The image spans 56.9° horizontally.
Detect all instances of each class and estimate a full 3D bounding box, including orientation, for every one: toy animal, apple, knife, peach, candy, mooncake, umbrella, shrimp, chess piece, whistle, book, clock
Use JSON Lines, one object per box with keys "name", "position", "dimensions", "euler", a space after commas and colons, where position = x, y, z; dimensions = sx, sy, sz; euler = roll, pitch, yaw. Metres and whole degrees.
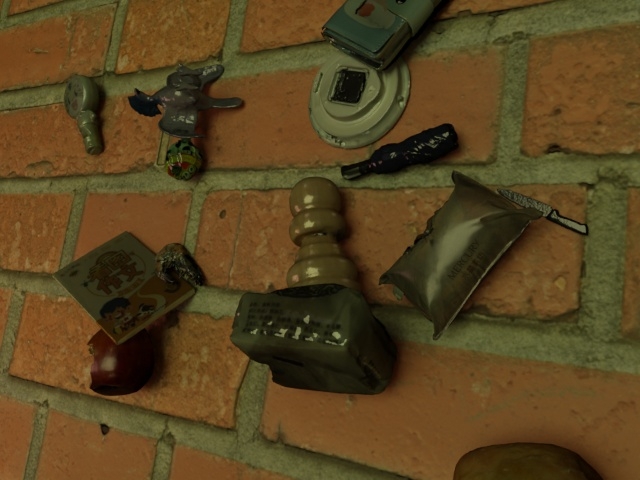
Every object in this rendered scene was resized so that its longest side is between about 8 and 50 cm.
{"name": "toy animal", "position": [-0.318, -0.334, 1.385], "dimensions": [0.176, 0.255, 0.239], "euler": [130, 152, -60]}
{"name": "apple", "position": [-0.443, 0.259, 1.324], "dimensions": [0.146, 0.156, 0.158], "euler": [-13, 58, 19]}
{"name": "knife", "position": [0.369, -0.052, 0.988], "dimensions": [0.170, 0.010, 0.023], "euler": [32, 96, 34]}
{"name": "peach", "position": [0.293, 0.380, 0.833], "dimensions": [0.235, 0.214, 0.214], "euler": [32, 96, 50]}
{"name": "candy", "position": [-0.330, -0.284, 1.438], "dimensions": [0.091, 0.083, 0.306], "euler": [-14, 64, 22]}
{"name": "mooncake", "position": [0.002, 0.172, 1.022], "dimensions": [0.254, 0.250, 0.136], "euler": [-1, 59, 27]}
{"name": "umbrella", "position": [0.144, -0.154, 1.121], "dimensions": [0.248, 0.071, 0.071], "euler": [-20, 69, 30]}
{"name": "shrimp", "position": [-0.325, 0.069, 1.355], "dimensions": [0.091, 0.034, 0.161], "euler": [-43, 57, -11]}
{"name": "chess piece", "position": [0.000, 0.000, 1.139], "dimensions": [0.142, 0.142, 0.261], "euler": [-17, 63, 27]}
{"name": "whistle", "position": [-0.653, -0.357, 1.647], "dimensions": [0.126, 0.067, 0.258], "euler": [-34, 67, 35]}
{"name": "book", "position": [-0.459, 0.099, 1.370], "dimensions": [0.295, 0.020, 0.208], "euler": [33, 55, 32]}
{"name": "clock", "position": [0.066, -0.306, 1.207], "dimensions": [0.236, 0.053, 0.237], "euler": [-9, 73, 30]}

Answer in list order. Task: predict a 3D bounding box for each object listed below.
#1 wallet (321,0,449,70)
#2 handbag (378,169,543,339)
{"name": "wallet", "position": [0.141, -0.464, 1.163], "dimensions": [0.250, 0.075, 0.176], "euler": [-49, 58, -3]}
{"name": "handbag", "position": [0.221, 0.014, 1.004], "dimensions": [0.270, 0.117, 0.182], "euler": [-54, 50, 10]}
